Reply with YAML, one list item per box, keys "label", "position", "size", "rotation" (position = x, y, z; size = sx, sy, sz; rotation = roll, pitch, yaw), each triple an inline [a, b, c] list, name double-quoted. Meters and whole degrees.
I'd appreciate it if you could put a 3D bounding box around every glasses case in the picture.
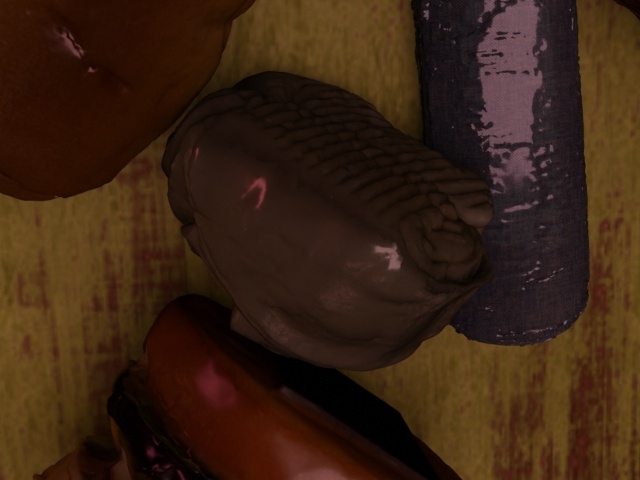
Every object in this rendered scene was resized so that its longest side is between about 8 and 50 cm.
- label: "glasses case"
  position: [0.125, -0.061, 0.998]
  size: [0.109, 0.067, 0.282]
  rotation: [-5, 109, 5]

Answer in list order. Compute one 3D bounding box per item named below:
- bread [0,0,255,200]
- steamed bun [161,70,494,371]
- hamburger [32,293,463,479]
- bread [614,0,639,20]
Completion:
- label: "bread"
  position: [-0.123, -0.177, 0.848]
  size: [0.195, 0.149, 0.344]
  rotation: [36, 115, -8]
- label: "steamed bun"
  position: [0.001, 0.000, 0.911]
  size: [0.218, 0.211, 0.144]
  rotation: [33, 112, 18]
- label: "hamburger"
  position: [-0.043, 0.191, 0.942]
  size: [0.291, 0.291, 0.225]
  rotation: [38, 93, -16]
- label: "bread"
  position: [0.291, -0.138, 0.940]
  size: [0.274, 0.185, 0.114]
  rotation: [36, 94, -16]
